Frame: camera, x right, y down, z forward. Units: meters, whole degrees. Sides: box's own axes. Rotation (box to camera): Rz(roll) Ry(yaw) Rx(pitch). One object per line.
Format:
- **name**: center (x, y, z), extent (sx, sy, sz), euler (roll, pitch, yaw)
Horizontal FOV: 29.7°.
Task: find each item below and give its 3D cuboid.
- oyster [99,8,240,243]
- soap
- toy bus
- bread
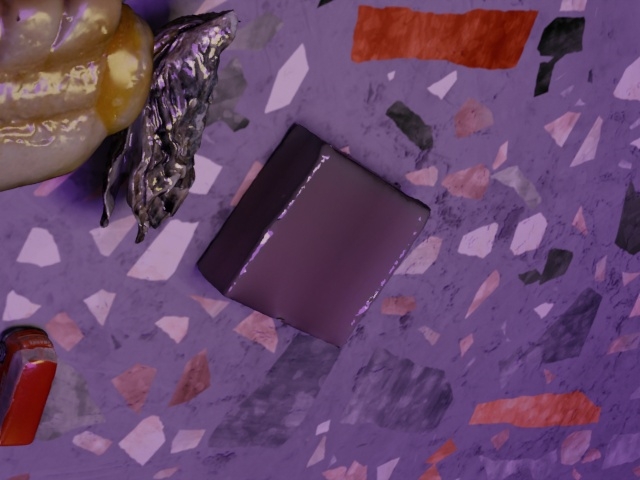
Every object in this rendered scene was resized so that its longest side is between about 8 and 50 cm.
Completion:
- **oyster**: center (-0.210, -0.157, 1.596), extent (0.158, 0.162, 0.351), euler (17, 109, -32)
- **soap**: center (0.000, 0.000, 1.904), extent (0.296, 0.107, 0.285), euler (31, 98, -46)
- **toy bus**: center (-0.432, 0.214, 1.740), extent (0.079, 0.077, 0.174), euler (5, 116, -40)
- **bread**: center (-0.368, -0.216, 1.407), extent (0.341, 0.210, 0.300), euler (-19, 140, -27)
